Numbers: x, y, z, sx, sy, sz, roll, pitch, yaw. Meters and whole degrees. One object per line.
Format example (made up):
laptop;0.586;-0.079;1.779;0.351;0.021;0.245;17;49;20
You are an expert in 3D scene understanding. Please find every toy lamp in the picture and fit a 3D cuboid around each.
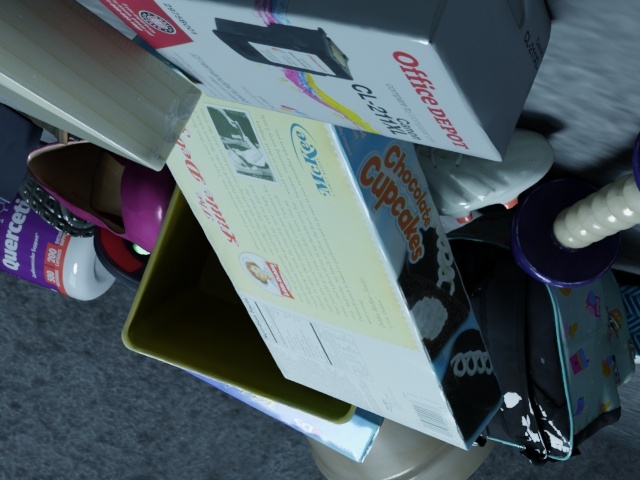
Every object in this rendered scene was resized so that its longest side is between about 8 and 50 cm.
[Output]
toy lamp;0.172;-0.017;0.609;0.080;0.080;0.275;20;170;1

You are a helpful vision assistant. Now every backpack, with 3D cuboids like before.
backpack;0.166;0.067;0.834;0.166;0.144;0.188;7;121;50

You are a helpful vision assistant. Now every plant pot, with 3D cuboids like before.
plant pot;-0.039;0.020;0.945;0.212;0.212;0.187;21;-176;-2
plant pot;0.062;0.173;1.405;0.323;0.323;0.280;9;150;51

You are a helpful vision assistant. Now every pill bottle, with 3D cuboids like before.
pill bottle;-0.510;-0.024;1.758;0.323;0.182;0.181;18;171;14

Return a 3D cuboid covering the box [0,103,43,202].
box;-0.473;-0.139;1.215;0.207;0.108;0.153;17;170;25

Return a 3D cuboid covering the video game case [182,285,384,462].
video game case;-0.029;0.089;1.103;0.269;0.061;0.244;27;-147;5

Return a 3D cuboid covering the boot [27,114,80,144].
boot;-0.245;-0.132;0.833;0.106;0.082;0.219;19;173;-10

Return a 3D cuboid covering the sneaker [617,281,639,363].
sneaker;0.237;0.069;0.962;0.228;0.087;0.092;17;173;30

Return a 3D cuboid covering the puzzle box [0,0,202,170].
puzzle box;-0.280;-0.165;0.575;0.409;0.052;0.272;24;174;46

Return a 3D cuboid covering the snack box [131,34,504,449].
snack box;0.000;0.000;0.690;0.187;0.060;0.322;15;143;40

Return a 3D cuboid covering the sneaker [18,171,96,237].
sneaker;-0.331;-0.050;1.472;0.286;0.109;0.130;30;174;-38

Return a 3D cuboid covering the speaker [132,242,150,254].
speaker;-0.150;0.026;1.440;0.296;0.131;0.131;27;169;-36

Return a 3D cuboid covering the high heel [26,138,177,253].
high heel;-0.236;-0.059;1.073;0.181;0.127;0.377;11;177;-13

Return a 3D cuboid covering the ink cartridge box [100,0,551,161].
ink cartridge box;0.002;-0.106;0.458;0.175;0.072;0.127;16;170;28

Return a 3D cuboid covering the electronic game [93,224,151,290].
electronic game;-0.164;0.007;1.239;0.229;0.048;0.229;11;-148;-7

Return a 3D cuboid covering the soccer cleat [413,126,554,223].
soccer cleat;0.061;-0.057;0.664;0.196;0.068;0.076;1;131;47
